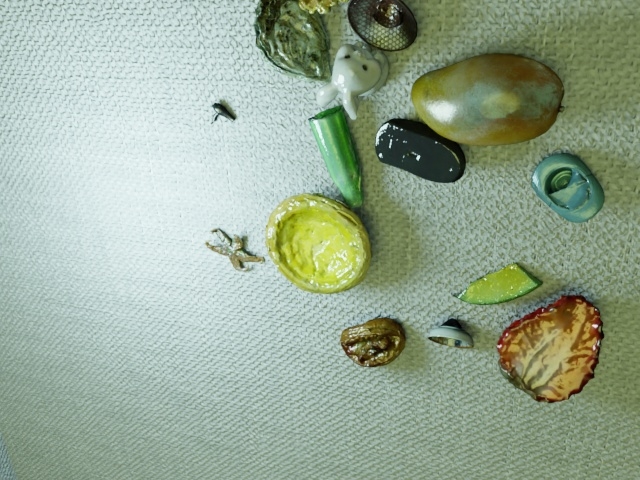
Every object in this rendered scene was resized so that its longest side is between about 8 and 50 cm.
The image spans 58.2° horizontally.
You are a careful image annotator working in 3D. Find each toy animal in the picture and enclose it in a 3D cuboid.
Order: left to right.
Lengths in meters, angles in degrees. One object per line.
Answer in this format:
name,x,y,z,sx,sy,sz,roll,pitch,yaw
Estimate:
toy animal,0.092,-0.423,1.500,0.127,0.193,0.179,32,130,6

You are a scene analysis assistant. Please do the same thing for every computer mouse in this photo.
computer mouse,0.278,-0.247,1.564,0.269,0.086,0.138,25,131,24

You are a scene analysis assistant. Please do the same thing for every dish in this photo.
dish,0.408,0.278,1.775,0.141,0.078,0.141,14,162,4

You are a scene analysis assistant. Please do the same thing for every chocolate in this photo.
chocolate,0.058,-0.232,1.655,0.110,0.110,0.291,-10,113,25

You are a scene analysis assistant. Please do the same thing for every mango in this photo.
mango,0.396,-0.346,1.413,0.383,0.199,0.222,15,127,28

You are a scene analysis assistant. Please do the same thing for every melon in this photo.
melon,0.507,0.137,1.683,0.261,0.053,0.114,-20,98,28

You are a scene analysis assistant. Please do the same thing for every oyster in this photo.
oyster,-0.077,-0.544,1.561,0.198,0.112,0.268,-12,102,4

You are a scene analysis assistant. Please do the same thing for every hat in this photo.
hat,0.169,-0.579,1.458,0.193,0.082,0.193,24,161,9
hat,0.640,-0.135,1.487,0.138,0.078,0.191,-42,76,23

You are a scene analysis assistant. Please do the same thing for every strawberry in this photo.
strawberry,0.665,0.294,1.650,0.265,0.149,0.336,34,112,11

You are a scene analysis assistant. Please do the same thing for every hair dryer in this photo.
hair dryer,-0.309,-0.378,1.774,0.079,0.031,0.083,39,136,-10

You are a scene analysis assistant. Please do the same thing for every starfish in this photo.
starfish,-0.289,0.033,1.956,0.209,0.053,0.150,20,132,7

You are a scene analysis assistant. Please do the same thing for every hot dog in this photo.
hot dog,0.164,0.333,1.885,0.226,0.099,0.161,-26,102,32

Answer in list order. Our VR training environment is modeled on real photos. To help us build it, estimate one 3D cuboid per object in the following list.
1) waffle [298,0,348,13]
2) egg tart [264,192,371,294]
waffle,0.037,-0.658,1.448,0.160,0.046,0.192,17,82,38
egg tart,0.000,0.000,1.766,0.345,0.132,0.346,8,117,17
